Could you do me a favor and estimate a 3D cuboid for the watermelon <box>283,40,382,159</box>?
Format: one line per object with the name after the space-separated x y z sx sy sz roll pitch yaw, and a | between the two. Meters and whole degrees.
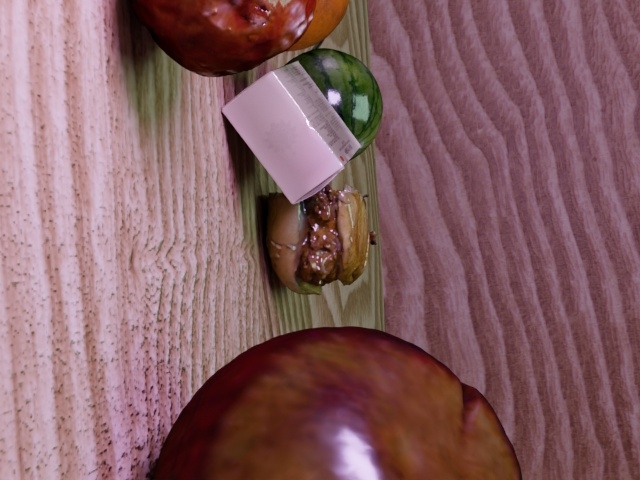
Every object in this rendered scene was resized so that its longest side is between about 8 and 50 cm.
0.001 -0.220 1.875 0.188 0.188 0.215 75 -12 -53 | watermelon

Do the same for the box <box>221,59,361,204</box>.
-0.034 -0.156 1.656 0.168 0.095 0.212 51 15 -4 | box

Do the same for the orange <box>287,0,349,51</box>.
-0.061 -0.356 1.551 0.224 0.170 0.224 56 19 -30 | orange

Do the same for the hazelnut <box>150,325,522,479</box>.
-0.002 0.287 1.132 0.402 0.402 0.429 77 11 -48 | hazelnut

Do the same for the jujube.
-0.103 -0.275 1.204 0.290 0.197 0.197 -109 -170 -63 | jujube

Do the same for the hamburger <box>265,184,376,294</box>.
0.000 0.000 1.871 0.245 0.155 0.282 -78 166 -50 | hamburger
